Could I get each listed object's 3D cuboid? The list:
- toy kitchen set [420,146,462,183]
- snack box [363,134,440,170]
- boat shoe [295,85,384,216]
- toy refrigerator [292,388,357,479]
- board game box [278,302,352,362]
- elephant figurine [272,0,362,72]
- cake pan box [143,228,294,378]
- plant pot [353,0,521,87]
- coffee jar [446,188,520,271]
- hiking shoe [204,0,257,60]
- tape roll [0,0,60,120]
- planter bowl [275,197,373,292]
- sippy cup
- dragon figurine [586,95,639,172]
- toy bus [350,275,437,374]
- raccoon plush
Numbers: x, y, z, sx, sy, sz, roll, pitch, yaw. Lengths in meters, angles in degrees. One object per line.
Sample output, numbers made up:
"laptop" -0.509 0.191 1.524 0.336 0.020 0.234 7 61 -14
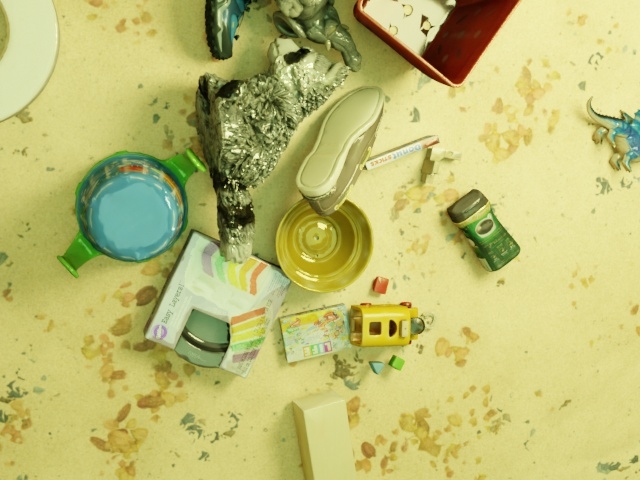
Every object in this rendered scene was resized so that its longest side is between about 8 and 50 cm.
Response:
"toy kitchen set" 0.277 -0.164 1.843 0.075 0.068 0.083 10 96 -14
"snack box" 0.174 -0.196 1.817 0.178 0.064 0.022 -22 100 -9
"boat shoe" 0.055 -0.194 1.736 0.324 0.117 0.096 -62 143 -31
"toy refrigerator" 0.013 0.487 1.864 0.102 0.094 0.269 -12 101 -18
"board game box" -0.011 0.208 1.850 0.154 0.026 0.103 -12 101 -11
"elephant figurine" -0.021 -0.465 1.668 0.169 0.239 0.186 -10 66 7
"cake pan box" -0.222 0.141 1.772 0.246 0.070 0.267 26 91 -13
"plant pot" 0.218 -0.494 1.697 0.267 0.236 0.267 35 89 -16
"coffee jar" 0.373 -0.025 1.880 0.096 0.079 0.184 -37 105 -3
"hiking shoe" -0.161 -0.517 1.669 0.132 0.113 0.304 5 98 -16
"tape roll" -0.705 -0.405 1.579 0.392 0.072 0.392 -2 99 -13
"planter bowl" 0.000 0.000 1.791 0.217 0.090 0.217 -2 98 -14
"sippy cup" -0.373 -0.056 1.627 0.240 0.224 0.305 14 95 -14
"dragon figurine" 0.730 -0.259 1.927 0.144 0.085 0.289 -42 105 -4
"toy bus" 0.165 0.192 1.838 0.191 0.104 0.202 46 79 -13
"raccoon plush" -0.090 -0.198 1.716 0.299 0.216 0.446 -10 115 -21
